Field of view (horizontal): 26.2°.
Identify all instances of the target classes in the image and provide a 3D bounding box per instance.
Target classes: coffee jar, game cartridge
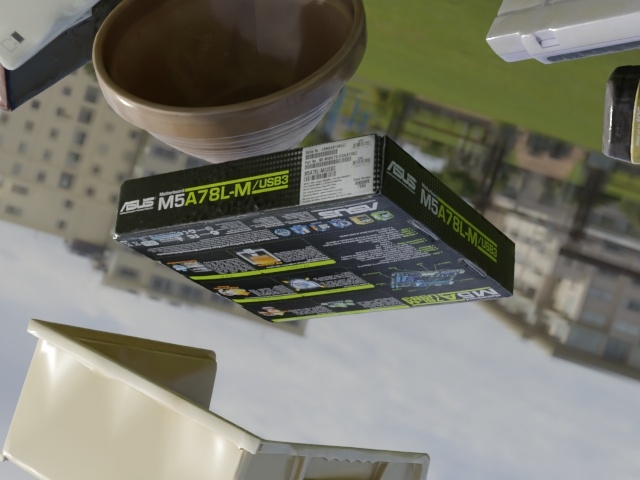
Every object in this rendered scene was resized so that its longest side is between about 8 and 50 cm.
[{"bbox_3d":[0.366,-0.115,1.331,0.184,0.096,0.079,9,-151,22],"label":"coffee jar"},{"bbox_3d":[0.347,-0.300,1.434,0.068,0.230,0.355,35,159,-31],"label":"game cartridge"}]

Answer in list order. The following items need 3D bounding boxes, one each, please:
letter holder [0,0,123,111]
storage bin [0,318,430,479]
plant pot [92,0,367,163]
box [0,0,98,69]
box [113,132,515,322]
[{"bbox_3d":[-0.334,-0.304,1.549,0.214,0.152,0.302,23,-139,23],"label":"letter holder"},{"bbox_3d":[-0.084,0.179,1.150,0.262,0.123,0.260,21,-177,36],"label":"storage bin"},{"bbox_3d":[-0.071,-0.144,1.201,0.237,0.237,0.110,20,142,30],"label":"plant pot"},{"bbox_3d":[-0.097,-0.208,0.665,0.094,0.113,0.275,45,-143,-20],"label":"box"},{"bbox_3d":[0.000,0.000,0.863,0.190,0.045,0.184,-9,158,31],"label":"box"}]
